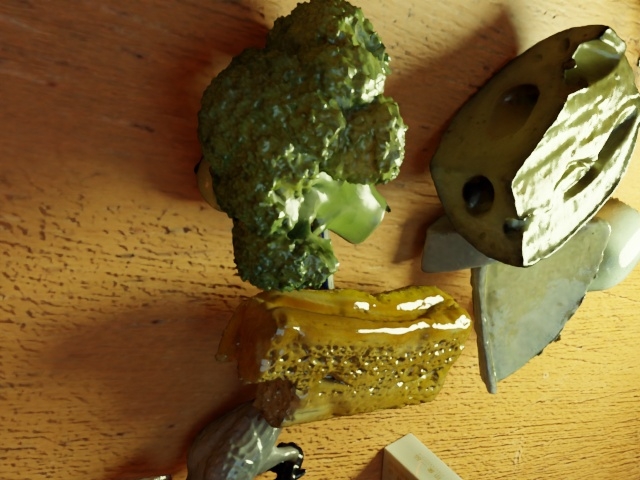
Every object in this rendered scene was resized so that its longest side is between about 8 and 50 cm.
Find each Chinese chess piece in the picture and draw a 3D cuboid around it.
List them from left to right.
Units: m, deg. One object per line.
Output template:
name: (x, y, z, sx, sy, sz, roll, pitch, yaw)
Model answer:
Chinese chess piece: (-0.093, -0.070, 0.902, 0.084, 0.034, 0.084, -24, 131, -31)

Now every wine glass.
wine glass: (0.424, 0.045, 1.372, 0.241, 0.126, 0.126, -40, 136, -11)

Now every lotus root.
lotus root: (0.283, -0.124, 1.103, 0.314, 0.142, 0.210, -42, 122, -22)

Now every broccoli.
broccoli: (0.008, -0.065, 0.835, 0.254, 0.186, 0.302, -55, 130, -40)

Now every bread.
bread: (0.028, 0.146, 1.069, 0.380, 0.109, 0.185, 3, 123, -44)

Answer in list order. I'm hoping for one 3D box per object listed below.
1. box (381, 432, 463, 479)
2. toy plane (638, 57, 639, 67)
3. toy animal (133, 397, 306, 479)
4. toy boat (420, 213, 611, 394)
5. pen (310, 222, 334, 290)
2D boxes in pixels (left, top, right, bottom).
box: (0.167, 0.457, 1.397, 0.067, 0.149, 0.233, -19, 128, -28)
toy plane: (0.522, -0.349, 1.222, 0.155, 0.106, 0.382, -26, 132, -19)
toy animal: (-0.124, 0.287, 1.064, 0.324, 0.090, 0.195, -1, 111, -46)
toy boat: (0.297, 0.038, 1.230, 0.276, 0.111, 0.294, -33, 122, -4)
pen: (0.000, 0.000, 1.037, 0.025, 0.025, 0.204, -27, 131, -26)
